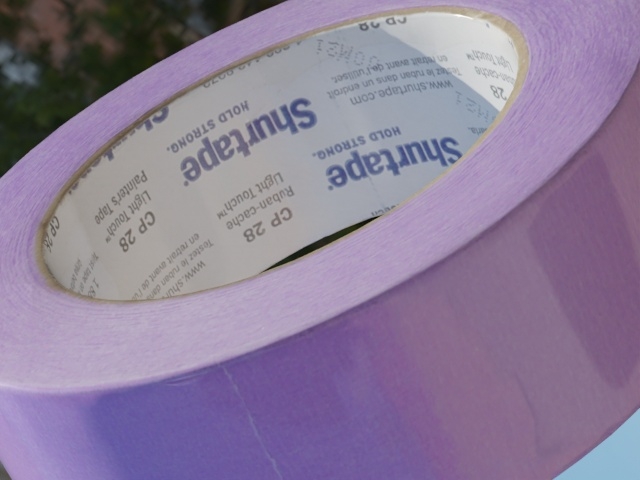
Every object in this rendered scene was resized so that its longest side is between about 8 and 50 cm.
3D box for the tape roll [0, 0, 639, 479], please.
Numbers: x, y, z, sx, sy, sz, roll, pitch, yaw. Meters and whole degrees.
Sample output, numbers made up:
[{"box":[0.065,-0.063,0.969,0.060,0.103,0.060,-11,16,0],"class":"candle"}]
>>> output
[{"box":[0.000,0.000,0.642,0.275,0.275,0.090,-114,0,-64],"class":"tape roll"}]
